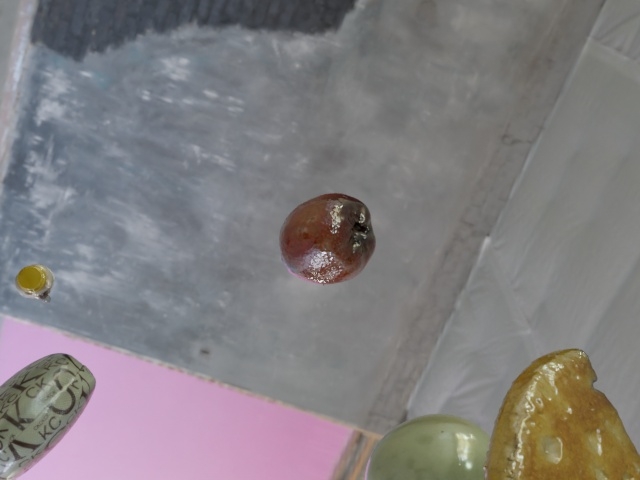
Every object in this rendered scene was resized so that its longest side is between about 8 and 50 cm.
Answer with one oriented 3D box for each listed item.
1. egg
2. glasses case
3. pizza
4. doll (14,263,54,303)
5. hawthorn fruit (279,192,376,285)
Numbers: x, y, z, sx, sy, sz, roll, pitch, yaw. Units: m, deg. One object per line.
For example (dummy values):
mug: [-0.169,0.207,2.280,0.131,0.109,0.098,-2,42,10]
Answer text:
egg: [0.207,0.431,1.466,0.269,0.219,0.219,-23,-141,36]
glasses case: [-0.333,0.201,0.880,0.137,0.085,0.354,-51,-169,-29]
pizza: [0.311,0.318,0.980,0.114,0.277,0.409,-40,-149,49]
doll: [-0.554,0.088,1.561,0.073,0.084,0.127,-36,179,-15]
hawthorn fruit: [0.000,0.000,1.414,0.188,0.169,0.169,-14,-134,34]
